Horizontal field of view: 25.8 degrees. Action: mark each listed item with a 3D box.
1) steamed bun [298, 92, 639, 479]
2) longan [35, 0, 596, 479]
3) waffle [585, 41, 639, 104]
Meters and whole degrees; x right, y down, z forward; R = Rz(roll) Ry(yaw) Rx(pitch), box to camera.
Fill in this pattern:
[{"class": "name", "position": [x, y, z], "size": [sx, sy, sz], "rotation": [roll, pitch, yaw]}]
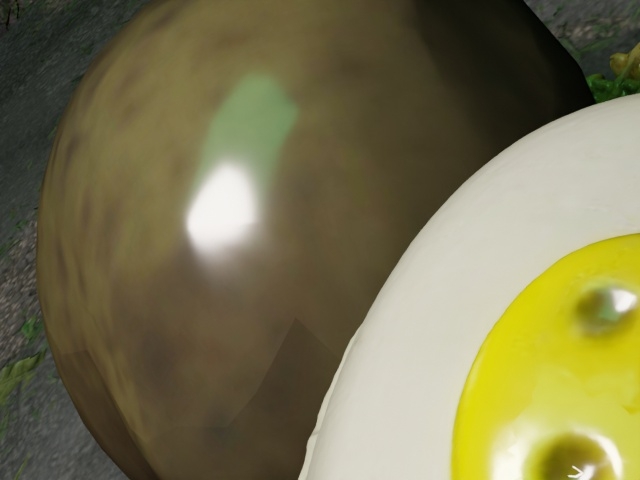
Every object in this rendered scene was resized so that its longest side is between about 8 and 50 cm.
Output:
[{"class": "steamed bun", "position": [0.151, 0.124, 0.517], "size": [0.334, 0.334, 0.374], "rotation": [-10, 57, 45]}, {"class": "longan", "position": [0.000, 0.000, 0.832], "size": [0.404, 0.336, 0.404], "rotation": [-55, 16, 24]}, {"class": "waffle", "position": [0.240, -0.084, 0.940], "size": [0.149, 0.051, 0.194], "rotation": [-37, 26, 13]}]
